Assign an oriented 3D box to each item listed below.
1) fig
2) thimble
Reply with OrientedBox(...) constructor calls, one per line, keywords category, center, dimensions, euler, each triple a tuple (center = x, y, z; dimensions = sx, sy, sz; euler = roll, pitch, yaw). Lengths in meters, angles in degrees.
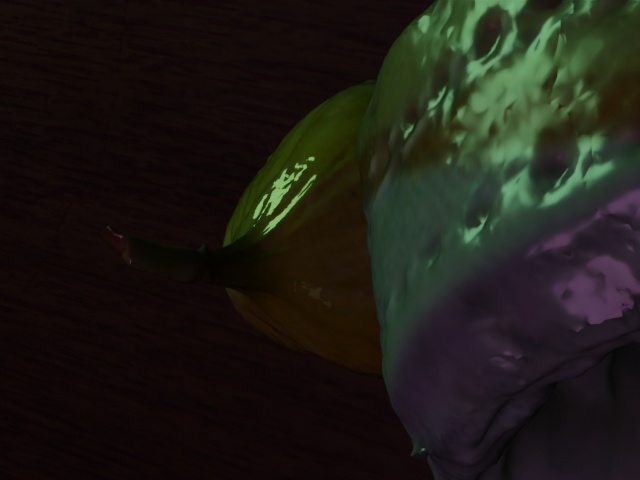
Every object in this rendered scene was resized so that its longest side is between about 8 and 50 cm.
OrientedBox(category="fig", center=(0.000, 0.000, 0.677), dimensions=(0.159, 0.257, 0.159), euler=(1, 92, 42))
OrientedBox(category="thimble", center=(0.149, 0.000, 0.525), dimensions=(0.288, 0.254, 0.167), euler=(-29, 48, 37))
